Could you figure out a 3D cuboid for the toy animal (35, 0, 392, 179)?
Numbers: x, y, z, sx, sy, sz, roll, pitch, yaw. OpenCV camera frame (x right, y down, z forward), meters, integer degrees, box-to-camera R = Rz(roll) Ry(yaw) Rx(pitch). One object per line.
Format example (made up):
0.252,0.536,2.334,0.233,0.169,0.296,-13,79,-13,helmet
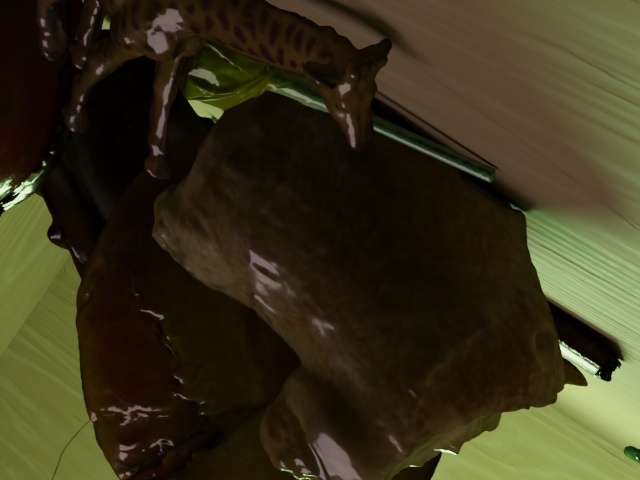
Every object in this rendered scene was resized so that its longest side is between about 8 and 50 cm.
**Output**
-0.068,-0.103,0.729,0.275,0.054,0.149,-6,106,53,toy animal

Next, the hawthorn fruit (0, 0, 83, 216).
-0.309,-0.135,0.954,0.316,0.316,0.316,34,177,2,hawthorn fruit

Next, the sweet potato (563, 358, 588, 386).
0.262,0.140,1.653,0.095,0.034,0.034,23,178,-3,sweet potato

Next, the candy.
0.006,-0.073,0.797,0.194,0.058,0.062,25,155,6,candy

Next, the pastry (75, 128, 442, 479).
-0.037,0.078,1.107,0.164,0.356,0.356,-19,139,38,pastry

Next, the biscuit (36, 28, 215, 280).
-0.145,-0.034,1.305,0.332,0.103,0.332,54,-165,-23,biscuit

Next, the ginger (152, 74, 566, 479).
0.016,0.031,0.873,0.275,0.221,0.130,25,-175,13,ginger

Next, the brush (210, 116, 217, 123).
-0.088,-0.109,1.611,0.083,0.013,0.016,33,175,-4,brush

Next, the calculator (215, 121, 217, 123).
-0.040,-0.072,1.450,0.175,0.032,0.100,32,176,43,calculator

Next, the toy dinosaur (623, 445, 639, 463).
0.388,0.249,1.700,0.301,0.087,0.447,41,-179,44,toy dinosaur

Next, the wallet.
0.152,0.047,1.304,0.255,0.031,0.137,34,178,18,wallet
